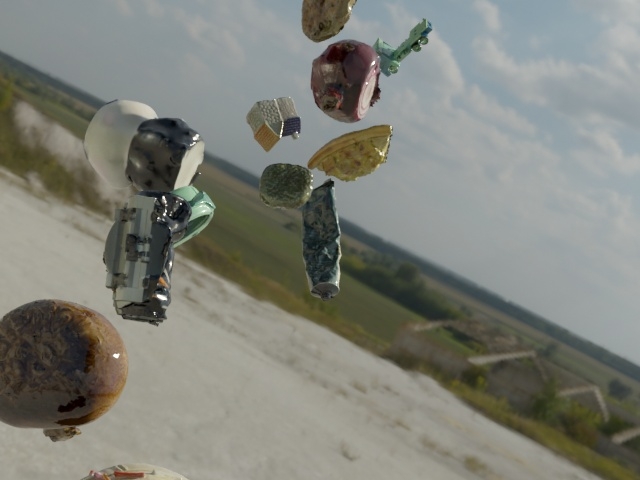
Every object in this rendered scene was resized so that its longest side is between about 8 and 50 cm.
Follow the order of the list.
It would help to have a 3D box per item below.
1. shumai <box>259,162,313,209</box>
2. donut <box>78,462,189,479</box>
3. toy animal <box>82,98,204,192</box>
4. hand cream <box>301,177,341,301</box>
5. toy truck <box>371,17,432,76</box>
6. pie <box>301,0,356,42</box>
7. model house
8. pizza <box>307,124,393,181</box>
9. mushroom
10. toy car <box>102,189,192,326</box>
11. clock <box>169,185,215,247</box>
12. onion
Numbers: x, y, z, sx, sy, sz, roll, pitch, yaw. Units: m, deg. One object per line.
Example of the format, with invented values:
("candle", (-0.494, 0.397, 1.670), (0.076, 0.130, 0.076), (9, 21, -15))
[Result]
("shumai", (-0.055, -0.066, 1.276), (0.082, 0.083, 0.080), (36, -29, 12))
("donut", (-0.362, 0.622, 1.739), (0.382, 0.382, 0.142), (27, -20, -15))
("toy animal", (-0.417, -0.209, 2.100), (0.267, 0.212, 0.212), (23, 0, 12))
("hand cream", (0.000, 0.000, 1.640), (0.075, 0.248, 0.052), (-11, -31, 12))
("toy truck", (0.198, -0.488, 2.208), (0.081, 0.175, 0.067), (30, 43, -25))
("pie", (0.022, -0.471, 1.728), (0.046, 0.195, 0.195), (18, 5, -27))
("model house", (-0.102, -0.263, 2.046), (0.100, 0.100, 0.088), (-16, -13, -29))
("pizza", (0.058, -0.139, 1.485), (0.160, 0.036, 0.099), (-19, -46, 25))
("mushroom", (-0.519, 0.250, 1.708), (0.297, 0.278, 0.163), (-6, -7, 1))
("toy car", (-0.276, 0.035, 1.372), (0.118, 0.193, 0.301), (7, -8, -14))
("clock", (-0.264, -0.038, 1.594), (0.066, 0.159, 0.211), (56, -28, 5))
("onion", (0.032, -0.317, 1.813), (0.135, 0.173, 0.198), (21, 35, 22))
